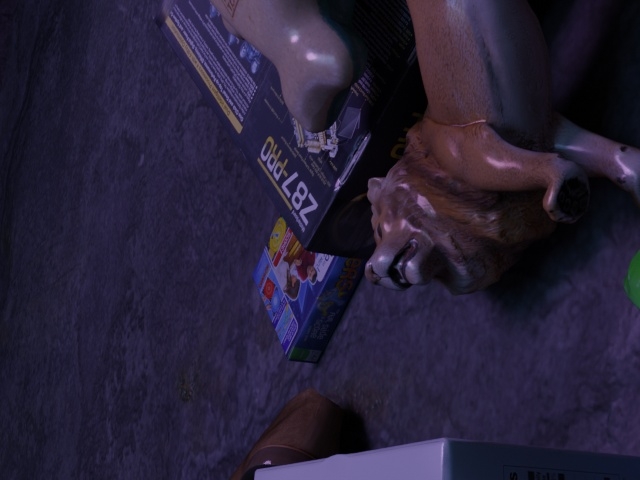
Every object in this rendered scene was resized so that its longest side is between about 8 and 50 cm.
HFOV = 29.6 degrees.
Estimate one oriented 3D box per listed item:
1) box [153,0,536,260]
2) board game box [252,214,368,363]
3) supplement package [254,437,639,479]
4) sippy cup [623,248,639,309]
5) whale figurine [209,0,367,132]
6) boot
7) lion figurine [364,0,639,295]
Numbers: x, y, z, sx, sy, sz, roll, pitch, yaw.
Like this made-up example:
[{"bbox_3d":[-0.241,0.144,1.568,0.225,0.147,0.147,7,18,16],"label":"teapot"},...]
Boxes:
[{"bbox_3d":[0.006,-0.225,1.083,0.318,0.097,0.395,-59,43,25],"label":"box"},{"bbox_3d":[0.000,0.000,1.180,0.201,0.035,0.136,-64,32,29],"label":"board game box"},{"bbox_3d":[0.119,0.220,0.642,0.199,0.262,0.198,-26,59,58],"label":"supplement package"},{"bbox_3d":[0.279,-0.019,0.489,0.305,0.240,0.224,31,101,20],"label":"sippy cup"},{"bbox_3d":[-0.016,-0.224,0.937,0.272,0.141,0.216,66,156,17],"label":"whale figurine"},{"bbox_3d":[-0.052,0.252,1.166,0.305,0.112,0.115,-55,6,46],"label":"boot"},{"bbox_3d":[0.106,-0.135,0.832,0.240,0.142,0.392,24,125,56],"label":"lion figurine"}]
